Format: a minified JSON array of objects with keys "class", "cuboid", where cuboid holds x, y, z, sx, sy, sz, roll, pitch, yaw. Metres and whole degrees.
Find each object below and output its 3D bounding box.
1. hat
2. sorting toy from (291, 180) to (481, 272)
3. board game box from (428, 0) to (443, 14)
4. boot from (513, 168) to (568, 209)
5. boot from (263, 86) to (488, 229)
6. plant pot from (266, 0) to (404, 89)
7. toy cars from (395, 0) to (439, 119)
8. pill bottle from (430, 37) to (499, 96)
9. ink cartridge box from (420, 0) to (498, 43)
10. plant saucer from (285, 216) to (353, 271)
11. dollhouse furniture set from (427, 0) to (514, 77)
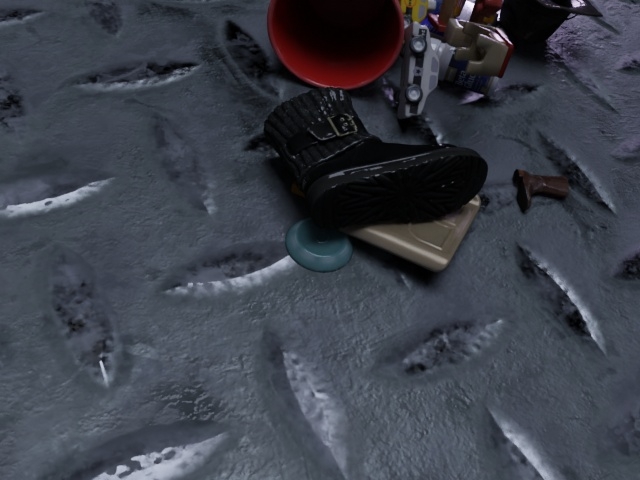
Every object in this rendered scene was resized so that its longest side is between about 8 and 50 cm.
[{"class":"hat","cuboid":[0.513,-0.561,1.713,0.331,0.134,0.331,18,33,-12]},{"class":"sorting toy","cuboid":[0.116,-0.065,1.270,0.307,0.041,0.229,24,42,14]},{"class":"board game box","cuboid":[0.213,-0.590,1.678,0.211,0.039,0.160,-21,54,-26]},{"class":"boot","cuboid":[0.440,-0.093,1.377,0.114,0.037,0.106,11,52,-11]},{"class":"boot","cuboid":[0.094,-0.161,1.240,0.347,0.131,0.260,-7,44,-19]},{"class":"plant pot","cuboid":[0.044,-0.487,1.479,0.274,0.275,0.243,14,39,-2]},{"class":"toy cars","cuboid":[0.204,-0.423,1.473,0.087,0.176,0.394,3,57,-7]},{"class":"pill bottle","cuboid":[0.310,-0.384,1.544,0.169,0.094,0.094,20,49,6]},{"class":"ink cartridge box","cuboid":[0.295,-0.525,1.688,0.208,0.045,0.206,28,50,14]},{"class":"plant saucer","cuboid":[0.000,0.000,1.203,0.119,0.021,0.119,6,51,-8]},{"class":"dollhouse furniture set","cuboid":[0.349,-0.480,1.428,0.152,0.201,0.374,8,32,-11]}]
